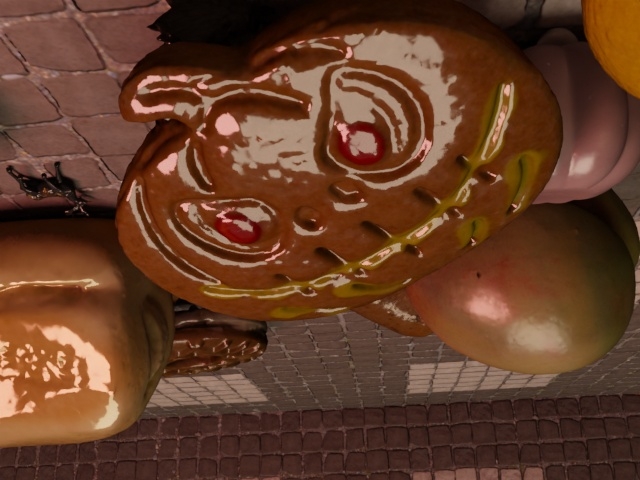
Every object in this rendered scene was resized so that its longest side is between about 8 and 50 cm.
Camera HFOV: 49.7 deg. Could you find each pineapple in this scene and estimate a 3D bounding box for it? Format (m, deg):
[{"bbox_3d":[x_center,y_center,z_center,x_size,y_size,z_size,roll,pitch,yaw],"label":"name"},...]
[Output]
[{"bbox_3d":[-0.050,-0.137,0.650,0.158,0.157,0.279,-15,144,28],"label":"pineapple"}]

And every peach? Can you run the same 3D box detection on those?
[{"bbox_3d":[0.239,0.022,0.851,0.292,0.292,0.247,-6,140,9],"label":"peach"}]

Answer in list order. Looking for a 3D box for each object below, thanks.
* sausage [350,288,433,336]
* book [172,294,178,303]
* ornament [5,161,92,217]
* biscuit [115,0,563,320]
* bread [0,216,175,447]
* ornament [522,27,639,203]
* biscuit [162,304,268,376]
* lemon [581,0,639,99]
[{"bbox_3d":[-0.002,-0.001,0.908,0.501,0.123,0.136,33,170,-34],"label":"sausage"},{"bbox_3d":[-0.425,0.123,1.363,0.262,0.028,0.374,7,156,-20],"label":"book"},{"bbox_3d":[-0.356,-0.063,0.924,0.073,0.028,0.125,-5,156,6],"label":"ornament"},{"bbox_3d":[-0.007,-0.045,0.591,0.350,0.070,0.394,25,133,-32],"label":"biscuit"},{"bbox_3d":[-0.417,0.135,1.053,0.376,0.348,0.253,-6,-172,4],"label":"bread"},{"bbox_3d":[0.228,-0.122,0.689,0.177,0.177,0.177,-2,157,-1],"label":"ornament"},{"bbox_3d":[-0.268,0.215,1.467,0.332,0.103,0.332,-8,160,-3],"label":"biscuit"},{"bbox_3d":[0.289,-0.182,0.498,0.187,0.187,0.244,-21,155,38],"label":"lemon"}]
